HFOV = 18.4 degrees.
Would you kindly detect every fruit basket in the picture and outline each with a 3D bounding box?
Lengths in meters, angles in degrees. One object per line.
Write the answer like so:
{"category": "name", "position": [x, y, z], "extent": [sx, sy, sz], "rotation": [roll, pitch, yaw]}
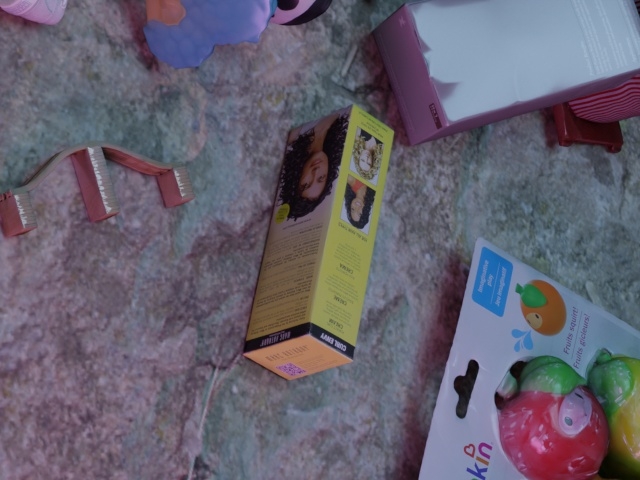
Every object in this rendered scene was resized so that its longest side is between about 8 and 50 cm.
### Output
{"category": "fruit basket", "position": [0.258, 0.203, 1.823], "extent": [0.353, 0.165, 0.327], "rotation": [34, 55, -25]}

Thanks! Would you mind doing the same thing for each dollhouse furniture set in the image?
{"category": "dollhouse furniture set", "position": [0.419, -0.191, 2.096], "extent": [0.374, 0.201, 0.152], "rotation": [1, 74, -49]}

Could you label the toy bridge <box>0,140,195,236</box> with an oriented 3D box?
{"category": "toy bridge", "position": [-0.182, -0.048, 1.603], "extent": [0.188, 0.026, 0.063], "rotation": [-13, 83, -45]}

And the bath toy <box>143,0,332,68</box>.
{"category": "bath toy", "position": [-0.012, -0.248, 1.765], "extent": [0.151, 0.129, 0.348], "rotation": [32, 35, 24]}

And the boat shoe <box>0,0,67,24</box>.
{"category": "boat shoe", "position": [-0.224, -0.264, 1.620], "extent": [0.063, 0.066, 0.184], "rotation": [27, 55, -50]}

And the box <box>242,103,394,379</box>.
{"category": "box", "position": [0.000, 0.000, 1.713], "extent": [0.058, 0.087, 0.232], "rotation": [31, 55, -34]}

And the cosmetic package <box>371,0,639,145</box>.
{"category": "cosmetic package", "position": [0.184, -0.184, 1.880], "extent": [0.238, 0.107, 0.127], "rotation": [-15, 85, -18]}
